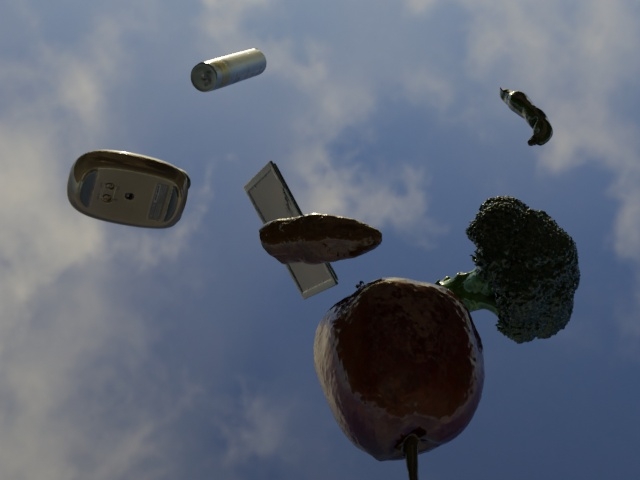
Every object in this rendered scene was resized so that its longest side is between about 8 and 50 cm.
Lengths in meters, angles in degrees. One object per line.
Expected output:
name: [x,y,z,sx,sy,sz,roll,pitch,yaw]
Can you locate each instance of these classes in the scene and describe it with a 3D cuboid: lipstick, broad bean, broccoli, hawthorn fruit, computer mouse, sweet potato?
lipstick: [-0.177,-0.338,2.007,0.059,0.059,0.264,19,-159,13]
broad bean: [0.393,-0.237,1.916,0.061,0.046,0.195,2,-141,-12]
broccoli: [0.347,0.059,1.940,0.297,0.297,0.297,-21,-152,26]
hawthorn fruit: [0.135,0.236,1.639,0.284,0.285,0.369,1,-133,-10]
computer mouse: [-0.373,-0.100,1.974,0.236,0.145,0.082,9,-158,-21]
sweet potato: [0.000,0.000,1.805,0.251,0.097,0.097,1,-150,31]

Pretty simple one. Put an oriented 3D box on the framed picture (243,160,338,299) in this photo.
framed picture: [-0.064,-0.019,2.204,0.019,0.232,0.296,-28,-90,-22]
